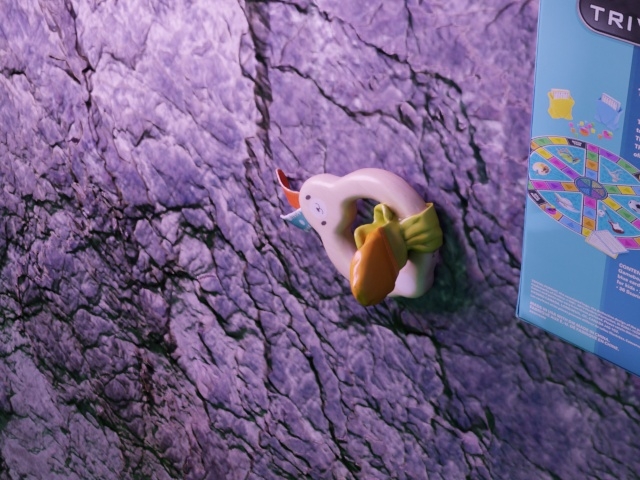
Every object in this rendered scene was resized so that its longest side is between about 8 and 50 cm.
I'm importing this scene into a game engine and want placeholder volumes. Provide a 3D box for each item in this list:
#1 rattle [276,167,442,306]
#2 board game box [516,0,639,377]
[{"bbox_3d":[0.000,0.000,1.082,0.200,0.143,0.130,25,143,26],"label":"rattle"},{"bbox_3d":[0.268,-0.037,0.799,0.254,0.079,0.336,27,138,32],"label":"board game box"}]
